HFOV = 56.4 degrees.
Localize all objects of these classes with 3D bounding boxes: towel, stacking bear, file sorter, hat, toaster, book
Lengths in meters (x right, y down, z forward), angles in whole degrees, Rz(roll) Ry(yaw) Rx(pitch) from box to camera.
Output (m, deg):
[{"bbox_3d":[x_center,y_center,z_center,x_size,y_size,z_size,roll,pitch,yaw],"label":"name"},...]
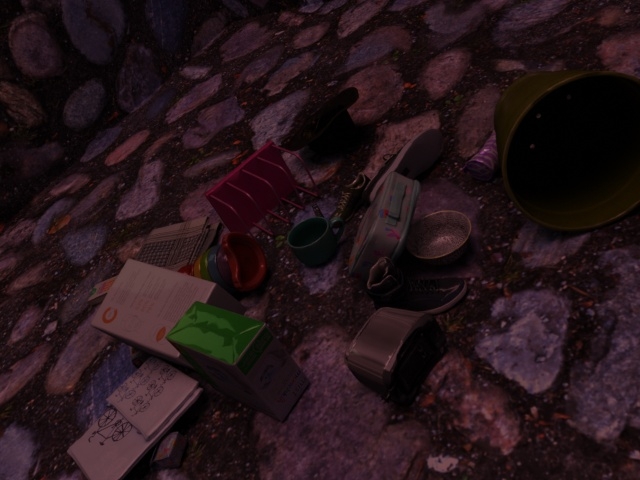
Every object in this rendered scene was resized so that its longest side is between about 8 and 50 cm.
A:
[{"bbox_3d":[-0.516,0.048,2.058,0.325,0.056,0.312,-7,41,24],"label":"towel"},{"bbox_3d":[-0.318,0.098,1.786,0.289,0.175,0.164,-21,-5,30],"label":"stacking bear"},{"bbox_3d":[-0.177,-0.144,1.936,0.291,0.202,0.182,-43,39,-17],"label":"file sorter"},{"bbox_3d":[0.036,-0.393,2.144,0.331,0.134,0.331,-36,21,16],"label":"hat"},{"bbox_3d":[0.156,0.247,1.294,0.147,0.129,0.227,11,55,48],"label":"toaster"},{"bbox_3d":[-0.744,0.169,2.107,0.144,0.035,0.096,-22,34,15],"label":"book"}]

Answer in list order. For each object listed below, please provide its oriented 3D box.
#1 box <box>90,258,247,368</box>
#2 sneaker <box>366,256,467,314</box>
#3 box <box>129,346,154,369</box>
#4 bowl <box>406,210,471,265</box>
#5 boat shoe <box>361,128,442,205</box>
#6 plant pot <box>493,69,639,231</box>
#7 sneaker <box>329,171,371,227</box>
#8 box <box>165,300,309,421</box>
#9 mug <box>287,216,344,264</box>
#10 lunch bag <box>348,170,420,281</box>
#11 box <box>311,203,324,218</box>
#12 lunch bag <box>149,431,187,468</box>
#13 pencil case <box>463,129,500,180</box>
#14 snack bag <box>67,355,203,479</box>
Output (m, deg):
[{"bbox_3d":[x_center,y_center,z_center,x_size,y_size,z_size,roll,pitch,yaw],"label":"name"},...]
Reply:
[{"bbox_3d":[-0.414,0.207,1.630,0.346,0.168,0.214,12,67,32],"label":"box"},{"bbox_3d":[0.218,0.101,1.395,0.226,0.163,0.086,-20,35,12],"label":"sneaker"},{"bbox_3d":[-0.467,0.281,1.765,0.207,0.036,0.114,-33,36,-3],"label":"box"},{"bbox_3d":[0.308,0.010,1.510,0.170,0.080,0.170,-19,36,15],"label":"bowl"},{"bbox_3d":[0.244,-0.222,1.814,0.306,0.113,0.105,-53,33,-5],"label":"boat shoe"},{"bbox_3d":[0.585,-0.261,1.457,0.367,0.366,0.353,-22,24,12],"label":"plant pot"},{"bbox_3d":[0.085,-0.132,1.833,0.192,0.086,0.064,-44,38,-18],"label":"sneaker"},{"bbox_3d":[-0.193,0.279,1.409,0.262,0.231,0.126,10,51,42],"label":"box"},{"bbox_3d":[-0.006,0.007,1.720,0.158,0.097,0.129,-10,40,25],"label":"mug"},{"bbox_3d":[0.169,-0.032,1.541,0.108,0.224,0.279,23,48,-4],"label":"lunch bag"},{"bbox_3d":[0.002,-0.065,1.828,0.018,0.067,0.083,-27,35,4],"label":"box"},{"bbox_3d":[-0.368,0.501,1.418,0.083,0.053,0.071,-22,34,28],"label":"lunch bag"},{"bbox_3d":[0.494,-0.261,1.700,0.088,0.086,0.206,22,59,33],"label":"pencil case"},{"bbox_3d":[-0.488,0.458,1.524,0.342,0.037,0.323,-47,29,-23],"label":"snack bag"}]
